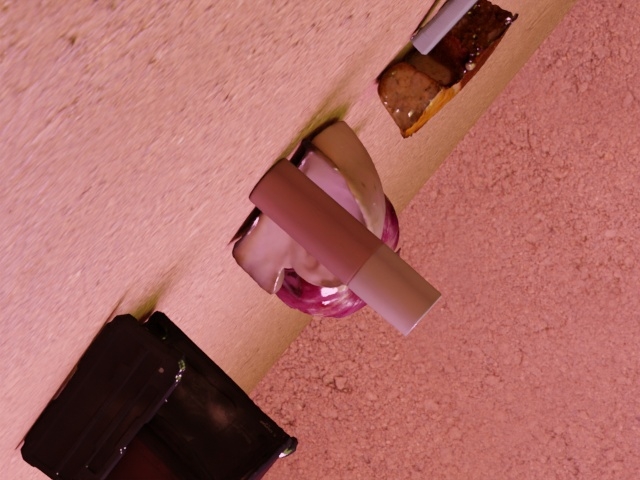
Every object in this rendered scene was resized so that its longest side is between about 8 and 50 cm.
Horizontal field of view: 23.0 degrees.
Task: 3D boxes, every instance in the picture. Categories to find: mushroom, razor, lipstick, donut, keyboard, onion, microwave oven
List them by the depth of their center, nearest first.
[{"bbox_3d":[-0.248,0.193,1.785,0.262,0.106,0.016,-52,180,31],"label":"keyboard"},{"bbox_3d":[-0.184,0.237,1.899,0.178,0.247,0.188,-38,167,-51],"label":"microwave oven"},{"bbox_3d":[0.030,0.008,1.905,0.070,0.254,0.070,-48,175,-6],"label":"lipstick"},{"bbox_3d":[0.194,-0.323,1.950,0.111,0.056,0.278,-46,174,-41],"label":"razor"},{"bbox_3d":[0.020,-0.032,2.052,0.236,0.162,0.173,-51,173,37],"label":"mushroom"},{"bbox_3d":[0.155,-0.234,2.118,0.217,0.085,0.141,-47,175,-11],"label":"donut"},{"bbox_3d":[0.010,0.008,2.234,0.207,0.200,0.200,-37,179,20],"label":"onion"}]
